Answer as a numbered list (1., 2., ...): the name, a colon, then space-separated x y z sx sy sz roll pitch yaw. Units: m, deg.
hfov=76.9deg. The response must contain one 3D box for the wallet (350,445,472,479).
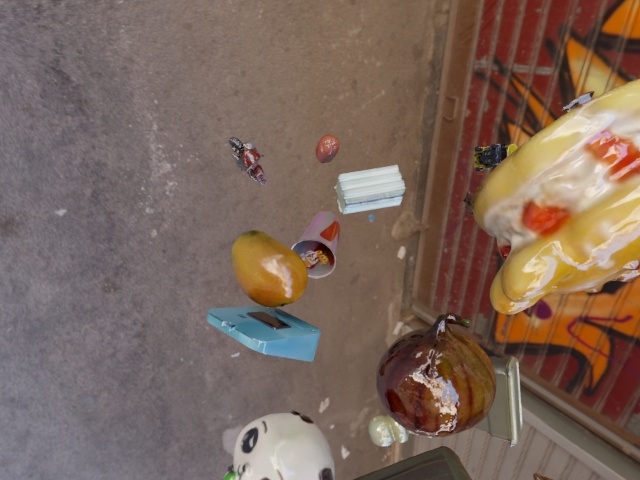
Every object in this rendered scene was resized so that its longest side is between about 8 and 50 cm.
1. wallet: 0.075 0.344 0.475 0.245 0.168 0.052 -22 105 0

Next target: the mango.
1. mango: -0.152 0.084 1.121 0.175 0.255 0.139 -57 153 -5

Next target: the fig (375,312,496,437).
1. fig: 0.222 0.268 0.805 0.235 0.235 0.214 -33 110 -25

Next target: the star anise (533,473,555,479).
1. star anise: 0.350 0.419 0.537 0.111 0.213 0.196 28 89 -59

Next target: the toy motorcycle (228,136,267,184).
1. toy motorcycle: -0.233 -0.263 1.373 0.082 0.122 0.213 -42 151 -8

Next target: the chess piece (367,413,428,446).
1. chess piece: 0.275 0.602 1.321 0.243 0.133 0.133 -18 128 -1

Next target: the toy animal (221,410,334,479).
1. toy animal: -0.092 0.460 0.760 0.213 0.212 0.266 -11 128 -38

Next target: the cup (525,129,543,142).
1. cup: 0.692 -0.244 1.107 0.226 0.185 0.241 -23 166 2

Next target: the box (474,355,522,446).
1. box: 0.566 0.522 1.349 0.138 0.178 0.273 -8 95 -56

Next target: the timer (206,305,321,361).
1. timer: -0.155 0.249 1.075 0.250 0.232 0.091 13 94 -50

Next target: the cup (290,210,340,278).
1. cup: 0.000 0.000 1.734 0.288 0.203 0.202 -70 158 -54

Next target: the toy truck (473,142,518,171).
1. toy truck: 0.340 -0.163 0.791 0.054 0.083 0.048 -8 98 -15

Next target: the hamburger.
1. hamburger: 0.327 -0.036 0.494 0.303 0.186 0.261 -17 155 -12

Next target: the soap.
1. soap: 0.194 -0.199 1.597 0.262 0.150 0.094 -10 156 -7

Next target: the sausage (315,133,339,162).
1. sausage: 0.019 -0.248 1.103 0.059 0.094 0.054 -3 73 -19
